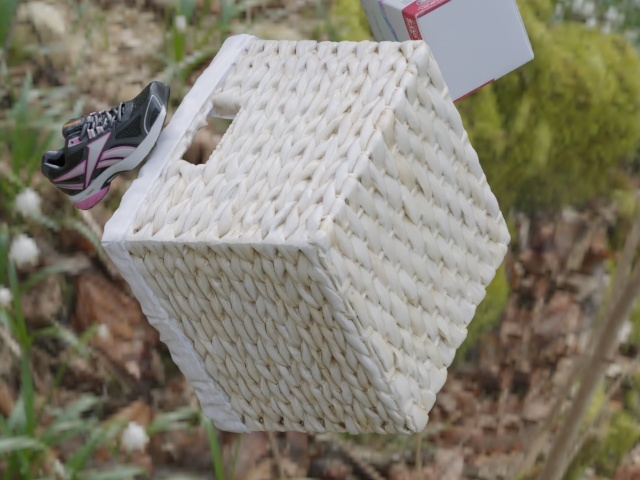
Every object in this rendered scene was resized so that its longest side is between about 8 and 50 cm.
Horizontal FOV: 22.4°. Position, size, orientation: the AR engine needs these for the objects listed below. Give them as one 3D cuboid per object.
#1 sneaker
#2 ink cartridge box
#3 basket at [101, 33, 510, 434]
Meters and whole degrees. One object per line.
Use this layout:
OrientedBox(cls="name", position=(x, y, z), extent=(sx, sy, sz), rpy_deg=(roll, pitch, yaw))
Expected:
OrientedBox(cls="sneaker", position=(-0.227, -0.105, 1.676), extent=(0.077, 0.178, 0.072), rpy_deg=(33, 29, -24))
OrientedBox(cls="ink cartridge box", position=(0.150, -0.265, 1.970), extent=(0.128, 0.127, 0.176), rpy_deg=(-31, 27, -11))
OrientedBox(cls="basket", position=(0.000, 0.000, 1.727), extent=(0.266, 0.331, 0.328), rpy_deg=(4, 48, 32))
